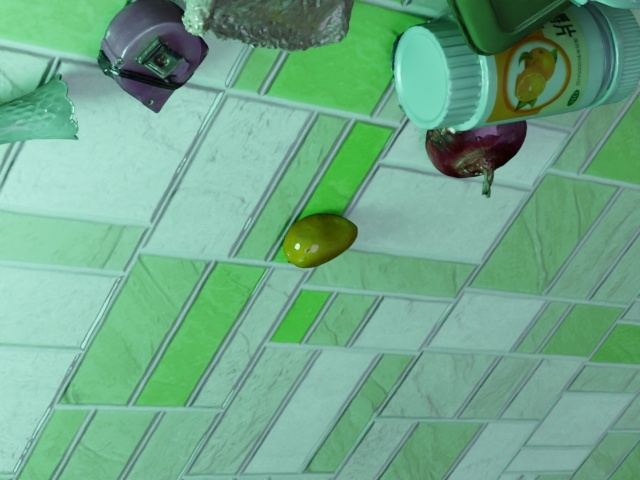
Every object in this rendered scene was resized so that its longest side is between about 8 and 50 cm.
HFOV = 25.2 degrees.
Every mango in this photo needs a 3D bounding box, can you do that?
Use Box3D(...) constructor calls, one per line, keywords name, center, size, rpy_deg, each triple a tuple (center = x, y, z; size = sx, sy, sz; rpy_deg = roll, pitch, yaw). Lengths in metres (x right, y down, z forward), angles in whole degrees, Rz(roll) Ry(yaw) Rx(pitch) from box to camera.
Box3D(name="mango", center=(0.000, 0.000, 2.066), size=(0.114, 0.060, 0.080), rpy_deg=(-26, 144, -17))

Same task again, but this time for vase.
Box3D(name="vase", center=(-0.362, -0.136, 1.656), size=(0.148, 0.081, 0.081), rpy_deg=(-16, 138, -16))

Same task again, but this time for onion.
Box3D(name="onion", center=(0.229, -0.124, 2.040), size=(0.150, 0.140, 0.150), rpy_deg=(-8, 143, -6))

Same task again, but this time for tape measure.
Box3D(name="tape measure", center=(-0.194, -0.221, 1.686), size=(0.118, 0.074, 0.125), rpy_deg=(-46, 142, 12))

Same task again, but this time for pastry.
Box3D(name="pastry", center=(-0.078, -0.284, 1.684), size=(0.265, 0.112, 0.103), rpy_deg=(-1, 119, -51))

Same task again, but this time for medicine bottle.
Box3D(name="medicine bottle", center=(0.265, -0.240, 1.931), size=(0.318, 0.158, 0.158), rpy_deg=(-12, 136, -26))

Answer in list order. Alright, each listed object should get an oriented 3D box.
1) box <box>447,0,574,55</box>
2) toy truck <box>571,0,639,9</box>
Box3D(name="box", center=(0.256, -0.414, 1.735), size=(0.328, 0.178, 0.253), rpy_deg=(-35, 143, -2))
Box3D(name="toy truck", center=(0.403, -0.335, 1.653), size=(0.305, 0.162, 0.136), rpy_deg=(-4, 132, -36))
